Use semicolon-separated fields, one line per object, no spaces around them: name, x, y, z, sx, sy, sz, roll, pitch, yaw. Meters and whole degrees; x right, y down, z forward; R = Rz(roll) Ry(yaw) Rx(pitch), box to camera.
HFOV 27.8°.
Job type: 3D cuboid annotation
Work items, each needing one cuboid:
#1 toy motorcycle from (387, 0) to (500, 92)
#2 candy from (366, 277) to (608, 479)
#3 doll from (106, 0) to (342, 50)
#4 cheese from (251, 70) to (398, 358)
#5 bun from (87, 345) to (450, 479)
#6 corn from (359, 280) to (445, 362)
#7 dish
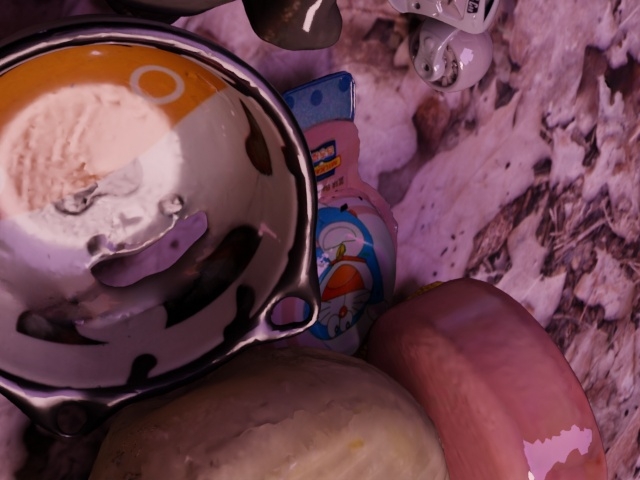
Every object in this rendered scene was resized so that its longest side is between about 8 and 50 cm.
toy motorcycle;0.111;-0.236;1.078;0.112;0.112;0.254;-34;130;-31
candy;0.130;0.153;1.080;0.094;0.255;0.255;-24;124;-22
doll;-0.049;-0.311;0.783;0.378;0.252;0.382;-42;139;-25
cheese;0.000;0.000;1.094;0.189;0.074;0.286;-25;124;-39
bun;-0.057;0.220;0.992;0.326;0.234;0.362;-38;144;-14
corn;0.064;0.120;1.217;0.203;0.072;0.072;-48;135;-20
dish;-0.145;-0.030;0.858;0.303;0.120;0.303;-9;122;-14
